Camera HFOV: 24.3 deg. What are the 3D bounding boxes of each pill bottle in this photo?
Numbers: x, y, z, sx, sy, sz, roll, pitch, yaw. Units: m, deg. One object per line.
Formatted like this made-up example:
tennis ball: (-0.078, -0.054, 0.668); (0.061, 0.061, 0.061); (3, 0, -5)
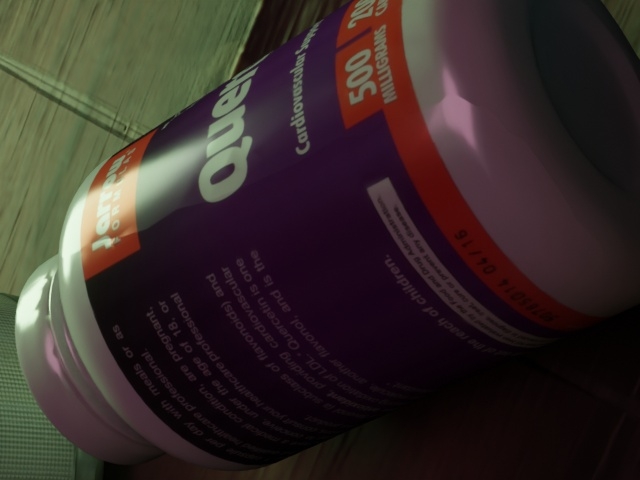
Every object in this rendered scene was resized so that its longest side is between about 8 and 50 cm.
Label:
pill bottle: (0.000, 0.000, 0.722); (0.323, 0.181, 0.181); (-28, 64, 33)

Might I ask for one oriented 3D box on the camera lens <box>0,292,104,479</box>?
camera lens: (-0.283, 0.126, 0.874); (0.219, 0.274, 0.219); (-9, 75, 38)
